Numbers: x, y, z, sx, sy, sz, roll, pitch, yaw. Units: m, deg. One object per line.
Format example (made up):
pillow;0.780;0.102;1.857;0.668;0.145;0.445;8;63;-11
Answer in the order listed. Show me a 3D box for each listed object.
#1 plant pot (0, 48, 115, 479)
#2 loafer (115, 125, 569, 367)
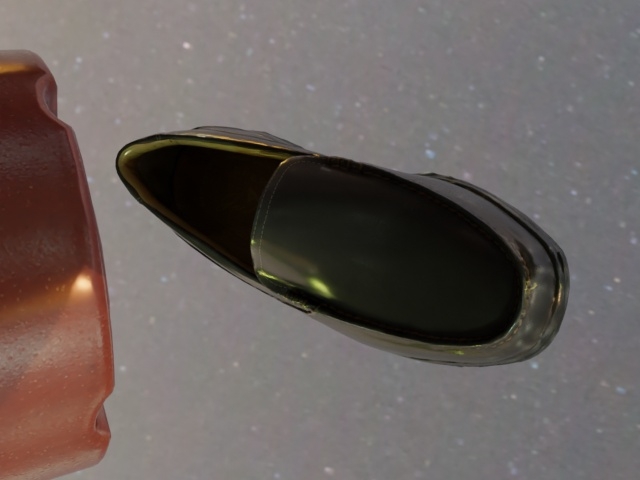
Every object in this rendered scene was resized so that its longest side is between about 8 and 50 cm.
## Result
plant pot;-0.243;0.027;0.571;0.272;0.265;0.272;170;-90;-69
loafer;0.000;0.000;0.416;0.170;0.061;0.062;16;-86;43
